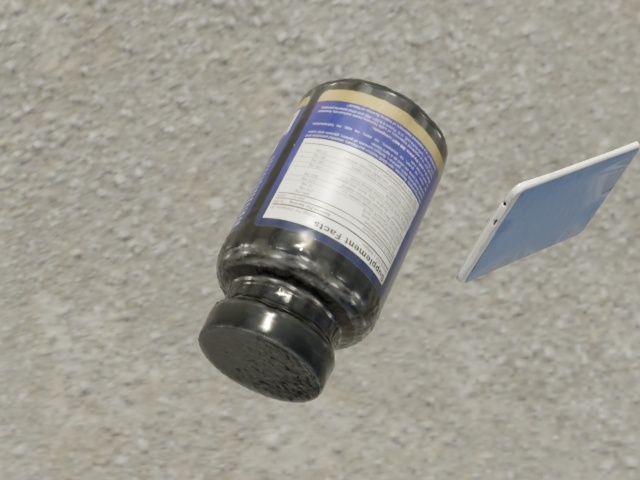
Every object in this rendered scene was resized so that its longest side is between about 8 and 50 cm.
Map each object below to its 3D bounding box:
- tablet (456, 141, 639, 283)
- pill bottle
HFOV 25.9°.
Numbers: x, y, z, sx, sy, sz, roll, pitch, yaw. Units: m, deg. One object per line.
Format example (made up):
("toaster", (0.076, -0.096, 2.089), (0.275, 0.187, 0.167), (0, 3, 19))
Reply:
("tablet", (0.091, -0.012, 0.551), (0.083, 0.054, 0.006), (-20, 59, -42))
("pill bottle", (0.000, 0.000, 0.997), (0.123, 0.123, 0.219), (40, 58, -24))
